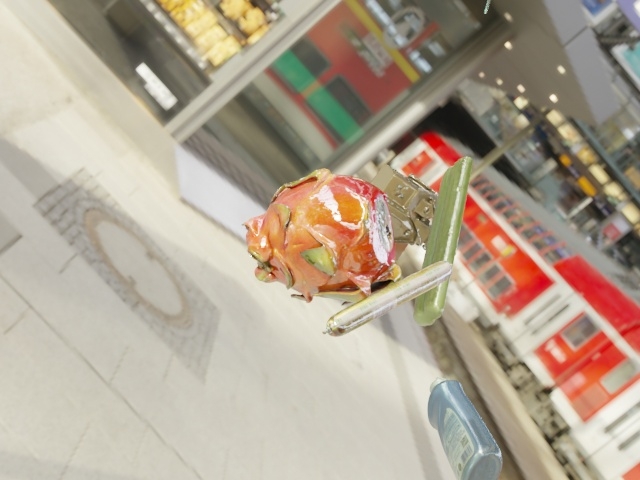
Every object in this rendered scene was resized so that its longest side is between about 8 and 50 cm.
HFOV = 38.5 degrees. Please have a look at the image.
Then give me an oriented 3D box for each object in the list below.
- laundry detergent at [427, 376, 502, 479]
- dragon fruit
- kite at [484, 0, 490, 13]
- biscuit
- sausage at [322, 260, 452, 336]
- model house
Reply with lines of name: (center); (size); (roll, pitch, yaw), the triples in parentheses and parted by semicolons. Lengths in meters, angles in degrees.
laundry detergent: (0.214, 0.289, 1.424); (0.206, 0.061, 0.097); (-114, -156, -54)
dragon fruit: (0.006, -0.001, 1.453); (0.224, 0.227, 0.224); (36, 47, -50)
kite: (0.287, -0.484, 1.289); (0.011, 0.335, 0.314); (16, 26, -1)
biscuit: (0.213, 0.000, 1.606); (0.038, 0.322, 0.099); (21, -27, -10)
sausage: (0.100, 0.078, 1.273); (0.269, 0.033, 0.033); (-23, 68, -39)
model house: (0.208, -0.025, 2.018); (0.248, 0.181, 0.176); (30, 15, -16)
